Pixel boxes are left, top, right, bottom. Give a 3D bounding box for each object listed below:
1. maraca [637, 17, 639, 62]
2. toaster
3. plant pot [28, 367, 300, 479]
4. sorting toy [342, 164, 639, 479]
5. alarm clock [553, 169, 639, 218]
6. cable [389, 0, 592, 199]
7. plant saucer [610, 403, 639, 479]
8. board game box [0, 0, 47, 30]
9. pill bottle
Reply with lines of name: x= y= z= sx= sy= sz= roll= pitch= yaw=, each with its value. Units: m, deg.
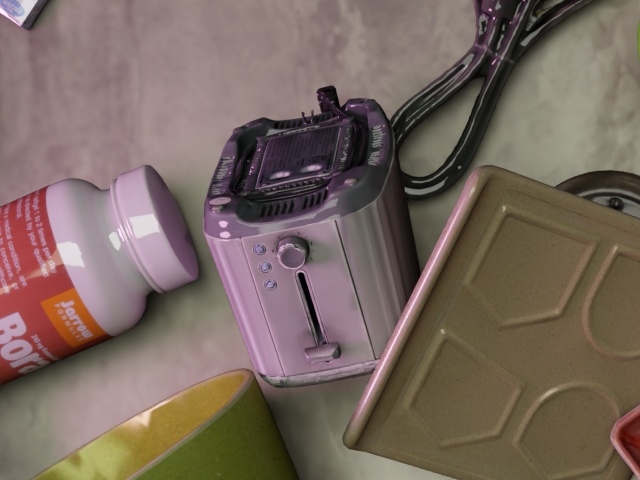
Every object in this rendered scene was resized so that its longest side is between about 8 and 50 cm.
maraca: x=0.305 y=-0.129 z=1.346 sx=0.185 sy=0.099 sz=0.127 roll=11 pitch=83 yaw=-14
toaster: x=0.000 y=0.000 z=1.334 sx=0.129 sy=0.227 sz=0.146 roll=-11 pitch=113 yaw=8
plant pot: x=-0.087 y=0.281 z=1.307 sx=0.274 sy=0.275 sz=0.294 roll=-31 pitch=95 yaw=6
sorting toy: x=0.128 y=0.111 z=1.305 sx=0.229 sy=0.041 sz=0.307 roll=17 pitch=108 yaw=-25
alarm clock: x=0.183 y=0.014 z=1.370 sx=0.192 sy=0.064 sz=0.129 roll=7 pitch=85 yaw=15
cable: x=0.136 y=-0.159 z=1.415 sx=0.139 sy=0.072 sz=0.287 roll=18 pitch=99 yaw=-5
plant saucer: x=0.368 y=0.162 z=1.300 sx=0.259 sy=0.048 sz=0.258 roll=-34 pitch=76 yaw=-7
board game box: x=-0.238 y=-0.223 z=1.495 sx=0.090 sy=0.020 sz=0.090 roll=34 pitch=90 yaw=12
pill bottle: x=-0.204 y=0.028 z=1.408 sx=0.216 sy=0.121 sz=0.121 roll=-23 pitch=80 yaw=8
